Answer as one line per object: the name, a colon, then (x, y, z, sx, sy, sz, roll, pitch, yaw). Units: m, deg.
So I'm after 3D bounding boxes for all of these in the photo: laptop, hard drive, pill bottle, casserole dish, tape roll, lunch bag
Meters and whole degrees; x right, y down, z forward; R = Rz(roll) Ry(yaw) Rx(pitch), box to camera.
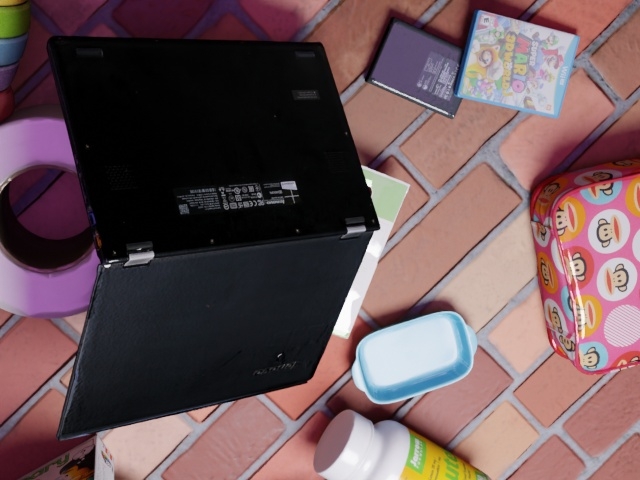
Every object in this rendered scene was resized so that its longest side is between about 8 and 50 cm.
laptop: (-0.150, -0.012, 1.258, 0.382, 0.236, 0.408, -7, 76, -39)
hard drive: (0.139, -0.235, 1.403, 0.135, 0.022, 0.094, 21, 98, -15)
pill bottle: (0.117, 0.343, 1.473, 0.246, 0.136, 0.136, 32, 95, -16)
casserole dish: (0.133, 0.165, 1.487, 0.188, 0.037, 0.114, -17, 105, -7)
tape roll: (-0.335, -0.042, 1.282, 0.246, 0.169, 0.246, -2, 103, -11)
lunch bag: (0.446, 0.030, 1.471, 0.258, 0.120, 0.293, -13, 104, -8)

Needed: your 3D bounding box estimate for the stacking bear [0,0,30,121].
stacking bear: (-0.403, -0.289, 1.147, 0.164, 0.175, 0.289, -11, 126, -47)

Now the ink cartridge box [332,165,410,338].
ink cartridge box: (0.000, 0.000, 1.415, 0.171, 0.056, 0.235, 20, 95, -15)

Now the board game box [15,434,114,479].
board game box: (-0.417, 0.388, 1.354, 0.305, 0.193, 0.053, -29, 107, -3)

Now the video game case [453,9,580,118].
video game case: (0.272, -0.242, 1.416, 0.166, 0.015, 0.119, 9, 101, -23)
